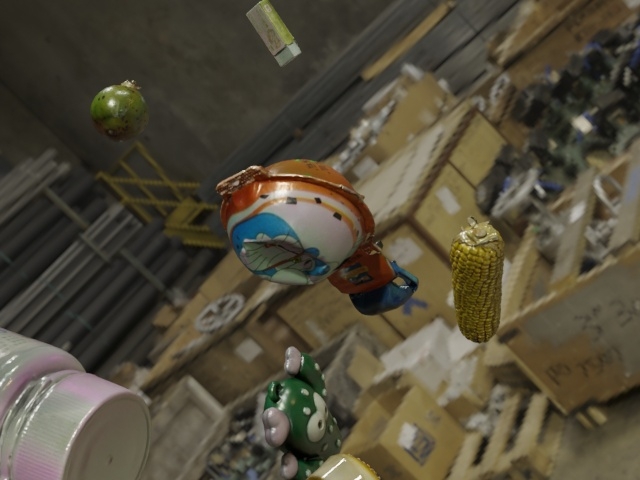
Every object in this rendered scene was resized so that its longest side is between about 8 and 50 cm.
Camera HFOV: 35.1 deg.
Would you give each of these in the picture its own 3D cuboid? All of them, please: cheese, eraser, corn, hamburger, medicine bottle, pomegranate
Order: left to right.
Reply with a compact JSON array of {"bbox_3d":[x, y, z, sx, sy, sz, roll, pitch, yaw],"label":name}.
[{"bbox_3d":[-0.444,0.281,1.527,0.324,0.256,0.256,13,44,26],"label":"medicine bottle"},{"bbox_3d":[-0.412,-0.266,2.100,0.130,0.130,0.130,-44,9,9],"label":"pomegranate"},{"bbox_3d":[-0.061,-0.271,1.322,0.019,0.083,0.038,-38,7,-38],"label":"eraser"},{"bbox_3d":[0.000,0.000,1.362,0.216,0.329,0.129,-21,45,36],"label":"cheese"},{"bbox_3d":[0.058,0.419,1.499,0.116,0.210,0.173,-19,-17,-39],"label":"hamburger"},{"bbox_3d":[0.288,0.083,1.870,0.106,0.106,0.293,-51,-30,-35],"label":"corn"}]

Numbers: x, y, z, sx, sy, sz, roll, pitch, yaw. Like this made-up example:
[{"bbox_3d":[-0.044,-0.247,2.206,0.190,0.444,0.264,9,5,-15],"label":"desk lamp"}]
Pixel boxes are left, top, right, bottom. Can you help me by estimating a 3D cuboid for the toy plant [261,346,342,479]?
[{"bbox_3d":[-0.039,0.336,1.883,0.112,0.243,0.232,-10,24,24],"label":"toy plant"}]
